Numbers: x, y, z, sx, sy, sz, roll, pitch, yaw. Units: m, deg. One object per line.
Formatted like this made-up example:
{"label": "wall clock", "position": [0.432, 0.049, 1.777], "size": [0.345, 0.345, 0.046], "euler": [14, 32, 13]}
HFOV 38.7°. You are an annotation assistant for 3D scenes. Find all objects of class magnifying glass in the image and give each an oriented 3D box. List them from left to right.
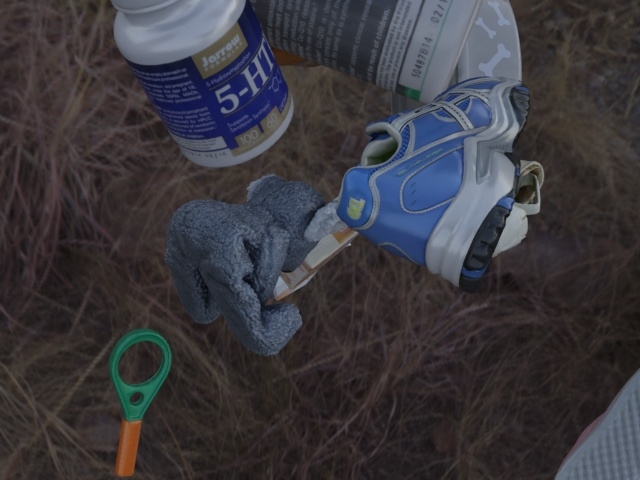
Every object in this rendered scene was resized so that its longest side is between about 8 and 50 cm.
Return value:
{"label": "magnifying glass", "position": [-0.275, 0.240, 1.345], "size": [0.092, 0.231, 0.026], "euler": [1, 15, -35]}

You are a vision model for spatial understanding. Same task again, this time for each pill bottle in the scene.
{"label": "pill bottle", "position": [-0.103, -0.160, 0.746], "size": [0.112, 0.186, 0.112], "euler": [-12, 48, 14]}
{"label": "pill bottle", "position": [0.000, -0.304, 1.016], "size": [0.361, 0.204, 0.204], "euler": [21, 60, 5]}

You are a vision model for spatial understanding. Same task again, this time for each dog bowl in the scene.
{"label": "dog bowl", "position": [0.196, -0.231, 1.360], "size": [0.102, 0.348, 0.348], "euler": [-1, 60, -11]}

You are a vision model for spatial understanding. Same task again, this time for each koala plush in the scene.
{"label": "koala plush", "position": [-0.073, -0.004, 1.195], "size": [0.221, 0.203, 0.196], "euler": [-38, 39, -28]}

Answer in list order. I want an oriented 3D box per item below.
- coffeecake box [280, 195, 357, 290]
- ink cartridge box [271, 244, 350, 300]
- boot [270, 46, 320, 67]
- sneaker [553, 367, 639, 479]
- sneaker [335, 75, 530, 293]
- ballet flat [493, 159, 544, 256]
{"label": "coffeecake box", "position": [0.000, 0.000, 1.530], "size": [0.142, 0.185, 0.068], "euler": [-38, 86, -18]}
{"label": "ink cartridge box", "position": [-0.053, 0.025, 1.761], "size": [0.179, 0.045, 0.145], "euler": [-27, 44, -23]}
{"label": "boot", "position": [0.010, -0.333, 1.276], "size": [0.283, 0.220, 0.109], "euler": [-18, 83, 30]}
{"label": "sneaker", "position": [0.185, 0.102, 0.511], "size": [0.134, 0.070, 0.051], "euler": [-47, 70, 10]}
{"label": "sneaker", "position": [0.065, -0.052, 0.506], "size": [0.081, 0.080, 0.211], "euler": [19, 26, 4]}
{"label": "ballet flat", "position": [0.233, -0.038, 1.157], "size": [0.086, 0.086, 0.248], "euler": [27, 38, 9]}
